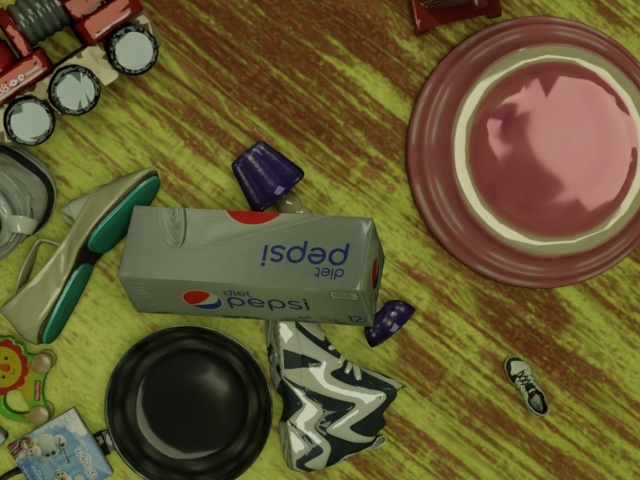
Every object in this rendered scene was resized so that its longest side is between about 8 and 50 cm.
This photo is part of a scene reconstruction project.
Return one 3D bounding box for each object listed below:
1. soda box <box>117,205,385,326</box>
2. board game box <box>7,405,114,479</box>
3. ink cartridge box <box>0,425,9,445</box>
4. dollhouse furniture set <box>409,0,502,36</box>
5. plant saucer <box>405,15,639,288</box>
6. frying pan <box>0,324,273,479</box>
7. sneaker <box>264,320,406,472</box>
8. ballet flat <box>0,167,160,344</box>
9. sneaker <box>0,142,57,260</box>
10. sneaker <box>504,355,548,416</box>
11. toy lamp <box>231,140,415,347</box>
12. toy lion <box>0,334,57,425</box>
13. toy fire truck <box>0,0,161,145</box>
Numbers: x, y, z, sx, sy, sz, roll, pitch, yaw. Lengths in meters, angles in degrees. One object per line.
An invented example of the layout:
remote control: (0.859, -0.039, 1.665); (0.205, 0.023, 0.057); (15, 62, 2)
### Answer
soda box: (-0.077, 0.028, 1.851); (0.286, 0.091, 0.098); (3, 61, 15)
board game box: (-0.299, 0.252, 1.886); (0.090, 0.020, 0.090); (-31, 94, 1)
ink cartridge box: (-0.535, 0.192, 1.868); (0.311, 0.065, 0.186); (42, 84, -4)
dollhouse furniture set: (0.291, -0.369, 1.919); (0.374, 0.201, 0.152); (-16, 92, -14)
plant saucer: (0.271, -0.106, 1.966); (0.332, 0.084, 0.332); (0, 91, -8)
frying pan: (-0.198, 0.240, 1.917); (0.326, 0.053, 0.197); (-44, 92, 5)
sneaker: (0.022, 0.148, 1.930); (0.153, 0.094, 0.235); (-7, 86, -14)
ballet flat: (-0.284, 0.004, 1.896); (0.086, 0.086, 0.248); (35, 86, -6)
sneaker: (-0.473, -0.057, 1.789); (0.365, 0.210, 0.137); (9, 101, -10)
sneaker: (0.253, 0.176, 1.986); (0.032, 0.037, 0.083); (-33, 93, -5)
toy lamp: (0.000, 0.000, 1.931); (0.080, 0.080, 0.275); (-42, 95, -6)
toy lion: (-0.357, 0.160, 1.904); (0.096, 0.034, 0.100); (5, 100, 4)
toy fire truck: (-0.333, -0.258, 1.866); (0.217, 0.158, 0.246); (-35, 105, -6)
